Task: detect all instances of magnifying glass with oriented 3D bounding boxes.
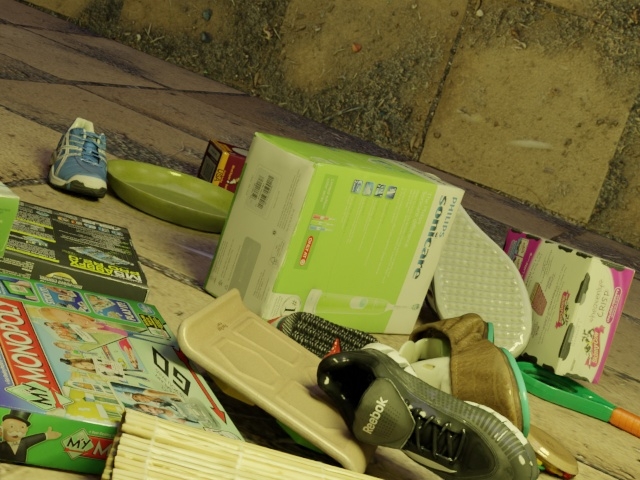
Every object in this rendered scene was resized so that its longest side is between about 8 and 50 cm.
[{"bbox_3d":[0.345,0.209,1.624,0.231,0.026,0.092,23,11,24],"label":"magnifying glass"}]

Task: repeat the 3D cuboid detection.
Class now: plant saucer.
[{"bbox_3d":[-0.210,-0.061,1.916,0.241,0.037,0.241,19,12,-4],"label":"plant saucer"}]

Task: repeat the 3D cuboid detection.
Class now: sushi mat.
[{"bbox_3d":[-0.003,0.210,0.931,0.317,0.019,0.151,17,33,-13],"label":"sushi mat"}]

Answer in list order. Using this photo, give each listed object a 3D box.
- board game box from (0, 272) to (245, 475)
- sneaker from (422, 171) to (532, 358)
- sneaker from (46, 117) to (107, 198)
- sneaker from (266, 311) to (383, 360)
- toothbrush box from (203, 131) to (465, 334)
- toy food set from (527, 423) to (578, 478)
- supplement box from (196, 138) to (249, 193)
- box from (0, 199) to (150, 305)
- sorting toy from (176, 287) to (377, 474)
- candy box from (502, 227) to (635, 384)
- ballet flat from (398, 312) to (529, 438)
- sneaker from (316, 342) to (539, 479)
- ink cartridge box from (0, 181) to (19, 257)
[{"bbox_3d":[-0.208,0.109,1.100,0.214,0.046,0.317,15,12,-26],"label":"board game box"},{"bbox_3d":[0.197,0.054,1.780,0.127,0.126,0.321,74,-8,-54],"label":"sneaker"},{"bbox_3d":[-0.344,-0.118,1.843,0.080,0.081,0.211,16,13,-25],"label":"sneaker"},{"bbox_3d":[0.002,0.118,1.378,0.161,0.057,0.075,27,-21,-34],"label":"sneaker"},{"bbox_3d":[0.021,-0.002,1.601,0.283,0.206,0.122,7,17,-46],"label":"toothbrush box"},{"bbox_3d":[0.234,0.220,1.358,0.083,0.020,0.083,30,13,-28],"label":"toy food set"},{"bbox_3d":[-0.100,-0.097,2.157,0.188,0.080,0.104,16,12,-22],"label":"supplement box"},{"bbox_3d":[-0.324,0.009,1.339,0.270,0.060,0.216,15,13,-19],"label":"box"},{"bbox_3d":[-0.033,0.135,1.210,0.208,0.038,0.193,39,13,4],"label":"sorting toy"},{"bbox_3d":[0.311,0.083,1.740,0.071,0.159,0.233,15,5,-20],"label":"candy box"},{"bbox_3d":[0.141,0.147,1.390,0.124,0.116,0.342,-1,11,1],"label":"ballet flat"},{"bbox_3d":[0.083,0.162,1.145,0.234,0.078,0.106,32,16,39],"label":"sneaker"},{"bbox_3d":[-0.381,-0.054,1.231,0.109,0.062,0.209,9,16,-39],"label":"ink cartridge box"}]
